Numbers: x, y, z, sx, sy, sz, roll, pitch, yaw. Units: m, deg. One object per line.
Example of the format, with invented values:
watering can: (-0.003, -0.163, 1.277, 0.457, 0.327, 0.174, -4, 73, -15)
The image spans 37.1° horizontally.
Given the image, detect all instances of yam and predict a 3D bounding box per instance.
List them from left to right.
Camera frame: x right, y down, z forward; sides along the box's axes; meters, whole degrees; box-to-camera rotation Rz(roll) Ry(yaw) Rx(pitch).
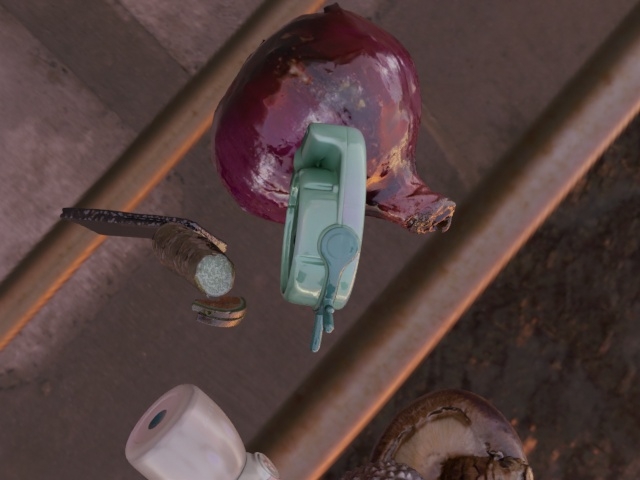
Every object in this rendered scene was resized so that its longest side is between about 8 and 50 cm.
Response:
yam: (-0.141, 0.018, 1.058, 0.061, 0.274, 0.061, -2, 96, -18)

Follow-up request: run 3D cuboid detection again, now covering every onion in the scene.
onion: (0.036, -0.140, 1.383, 0.385, 0.348, 0.348, 40, 86, 4)

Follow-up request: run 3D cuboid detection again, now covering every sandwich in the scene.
sandwich: (-0.169, 0.121, 1.674, 0.135, 0.067, 0.029, -15, 133, -59)

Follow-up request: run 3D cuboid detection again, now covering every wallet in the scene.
wallet: (-0.274, -0.019, 1.487, 0.124, 0.244, 0.025, 39, 60, -63)

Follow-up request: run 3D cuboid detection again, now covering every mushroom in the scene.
mushroom: (0.202, 0.368, 1.412, 0.163, 0.278, 0.297, 20, 59, -52)

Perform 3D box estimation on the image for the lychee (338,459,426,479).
lychee: (0.070, 0.378, 1.239, 0.197, 0.165, 0.165, -35, 124, -31)

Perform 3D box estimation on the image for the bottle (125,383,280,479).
bottle: (-0.165, 0.342, 1.443, 0.147, 0.147, 0.236, -46, 107, -6)

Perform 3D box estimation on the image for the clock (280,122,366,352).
clock: (0.000, 0.000, 0.947, 0.065, 0.159, 0.211, 7, 66, -8)
